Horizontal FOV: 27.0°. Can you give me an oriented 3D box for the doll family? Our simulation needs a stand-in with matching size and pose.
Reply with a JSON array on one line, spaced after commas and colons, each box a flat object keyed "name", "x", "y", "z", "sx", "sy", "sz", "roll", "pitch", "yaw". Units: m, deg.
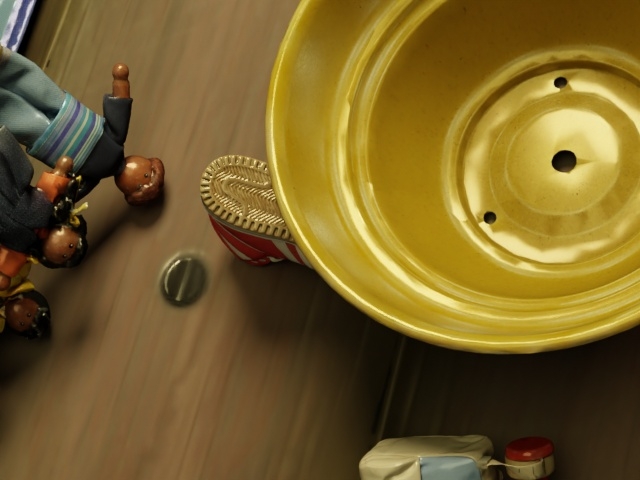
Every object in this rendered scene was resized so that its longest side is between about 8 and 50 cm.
[{"name": "doll family", "x": -0.152, "y": -0.004, "z": 0.639, "sx": 0.193, "sy": 0.111, "sz": 0.076, "roll": -50, "pitch": 25, "yaw": 13}]

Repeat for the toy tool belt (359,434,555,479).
[{"name": "toy tool belt", "x": 0.057, "y": 0.107, "z": 0.540, "sx": 0.083, "sy": 0.052, "sz": 0.051, "roll": -6, "pitch": 100, "yaw": 25}]

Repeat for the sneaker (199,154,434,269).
[{"name": "sneaker", "x": 0.000, "y": 0.000, "z": 0.611, "sx": 0.118, "sy": 0.067, "sz": 0.042, "roll": 27, "pitch": 79, "yaw": -1}]

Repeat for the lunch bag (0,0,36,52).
[{"name": "lunch bag", "x": -0.258, "y": -0.195, "z": 0.762, "sx": 0.221, "sy": 0.138, "sz": 0.293, "roll": 8, "pitch": 86, "yaw": 25}]

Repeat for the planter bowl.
[{"name": "planter bowl", "x": 0.094, "y": -0.047, "z": 0.552, "sx": 0.217, "sy": 0.090, "sz": 0.217, "roll": -8, "pitch": 68, "yaw": 21}]
